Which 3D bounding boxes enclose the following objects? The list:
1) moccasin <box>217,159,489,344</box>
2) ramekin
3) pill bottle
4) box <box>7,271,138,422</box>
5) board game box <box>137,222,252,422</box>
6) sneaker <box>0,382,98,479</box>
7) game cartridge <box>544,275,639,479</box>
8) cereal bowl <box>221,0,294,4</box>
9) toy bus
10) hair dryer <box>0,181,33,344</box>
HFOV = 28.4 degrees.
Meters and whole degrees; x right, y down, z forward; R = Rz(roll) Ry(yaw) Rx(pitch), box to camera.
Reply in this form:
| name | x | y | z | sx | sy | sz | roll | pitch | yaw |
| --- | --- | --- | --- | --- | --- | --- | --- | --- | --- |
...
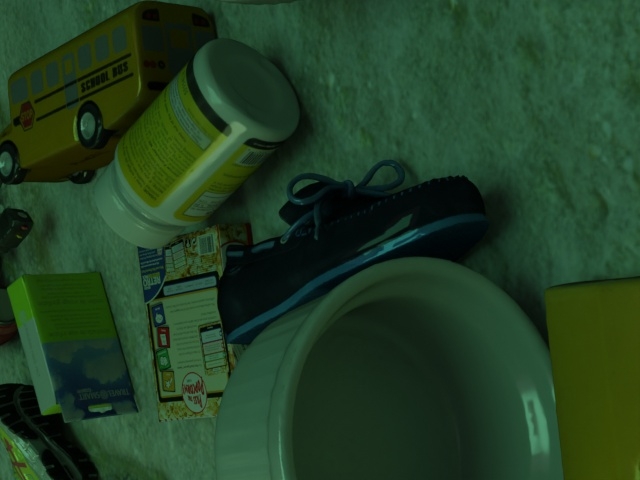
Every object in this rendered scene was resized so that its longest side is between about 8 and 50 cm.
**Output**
| name | x | y | z | sx | sy | sz | roll | pitch | yaw |
| --- | --- | --- | --- | --- | --- | --- | --- | --- | --- |
| moccasin | 0.000 | 0.000 | 1.115 | 0.342 | 0.137 | 0.117 | -26 | 69 | 44 |
| ramekin | 0.053 | 0.160 | 0.975 | 0.135 | 0.277 | 0.277 | -21 | 77 | 55 |
| pill bottle | -0.127 | -0.089 | 1.242 | 0.208 | 0.119 | 0.119 | -42 | 63 | 33 |
| box | -0.282 | 0.125 | 1.449 | 0.042 | 0.109 | 0.178 | -33 | 69 | 39 |
| board game box | -0.123 | 0.088 | 1.320 | 0.147 | 0.045 | 0.193 | -12 | 83 | 47 |
| sneaker | -0.357 | 0.264 | 1.562 | 0.208 | 0.081 | 0.094 | 50 | 129 | 32 |
| game cartridge | 0.307 | 0.157 | 0.858 | 0.323 | 0.052 | 0.285 | -8 | 87 | 45 |
| cereal bowl | -0.017 | -0.371 | 1.103 | 0.339 | 0.141 | 0.339 | 4 | 96 | 47 |
| toy bus | -0.251 | -0.149 | 1.396 | 0.332 | 0.108 | 0.130 | -15 | 81 | 47 |
| hair dryer | -0.438 | 0.042 | 1.662 | 0.293 | 0.080 | 0.223 | -66 | 33 | 20 |
